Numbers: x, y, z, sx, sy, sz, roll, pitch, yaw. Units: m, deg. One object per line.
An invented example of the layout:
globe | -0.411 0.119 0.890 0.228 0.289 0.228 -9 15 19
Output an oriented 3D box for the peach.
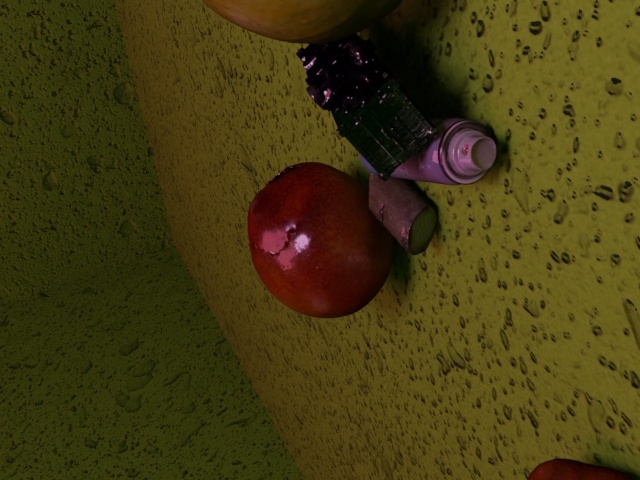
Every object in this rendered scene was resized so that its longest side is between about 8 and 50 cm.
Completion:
peach | 0.000 0.000 1.072 0.231 0.231 0.231 55 157 38

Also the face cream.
face cream | 0.123 -0.104 0.830 0.229 0.075 0.075 20 127 66

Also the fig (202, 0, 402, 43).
fig | -0.041 -0.336 0.742 0.326 0.258 0.258 23 131 50

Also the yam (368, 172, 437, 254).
yam | 0.101 -0.048 0.960 0.146 0.070 0.069 53 156 38

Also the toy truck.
toy truck | 0.043 -0.180 0.838 0.121 0.088 0.259 43 -165 -24

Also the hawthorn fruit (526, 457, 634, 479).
hawthorn fruit | 0.282 0.326 0.750 0.162 0.163 0.203 47 169 50
